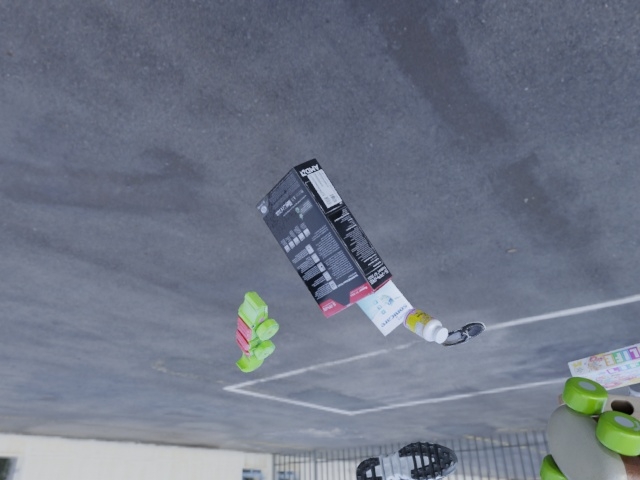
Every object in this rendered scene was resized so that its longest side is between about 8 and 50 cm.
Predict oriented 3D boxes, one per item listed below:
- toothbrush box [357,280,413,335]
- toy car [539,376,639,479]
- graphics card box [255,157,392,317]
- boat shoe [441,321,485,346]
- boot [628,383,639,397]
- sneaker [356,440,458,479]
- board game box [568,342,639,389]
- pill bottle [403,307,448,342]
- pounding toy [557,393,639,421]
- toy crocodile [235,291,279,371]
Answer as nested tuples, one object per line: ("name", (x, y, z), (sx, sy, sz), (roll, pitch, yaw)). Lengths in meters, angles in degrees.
("toothbrush box", (0.131, 0.122, 1.565), (0.126, 0.295, 0.216), (-39, -169, -1))
("toy car", (0.409, 0.279, 0.651), (0.189, 0.149, 0.154), (5, 106, -6))
("graphics card box", (0.000, 0.000, 1.333), (0.094, 0.370, 0.233), (-31, 176, -39))
("boat shoe", (0.384, 0.255, 1.370), (0.125, 0.046, 0.038), (-22, -174, 27))
("boot", (1.016, 0.491, 1.577), (0.095, 0.123, 0.258), (-13, 175, 27))
("sneaker", (0.195, 0.480, 1.073), (0.234, 0.078, 0.106), (-29, 140, 31))
("board game box", (0.489, 0.200, 0.805), (0.154, 0.026, 0.103), (-26, 137, 28))
("pill bottle", (0.198, 0.161, 0.951), (0.043, 0.043, 0.083), (23, -178, -38))
("pounding toy", (0.723, 0.451, 1.297), (0.206, 0.094, 0.181), (0, 129, 20))
("toy crocodile", (-0.199, 0.268, 1.471), (0.105, 0.115, 0.340), (-29, 152, -29))
